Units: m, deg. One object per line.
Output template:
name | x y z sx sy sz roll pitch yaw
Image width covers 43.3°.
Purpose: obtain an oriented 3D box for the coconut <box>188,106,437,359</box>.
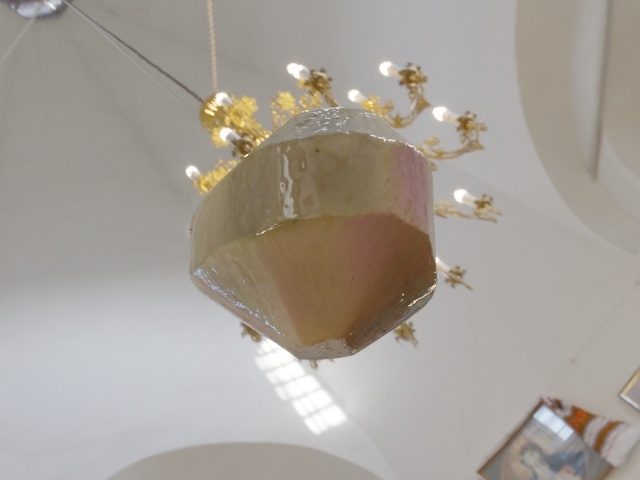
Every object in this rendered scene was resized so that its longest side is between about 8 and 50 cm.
coconut | 0.000 0.000 0.795 0.259 0.259 0.259 -9 -67 -21
